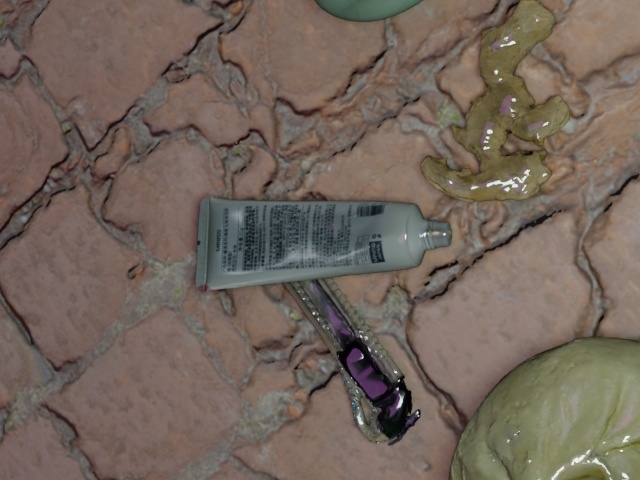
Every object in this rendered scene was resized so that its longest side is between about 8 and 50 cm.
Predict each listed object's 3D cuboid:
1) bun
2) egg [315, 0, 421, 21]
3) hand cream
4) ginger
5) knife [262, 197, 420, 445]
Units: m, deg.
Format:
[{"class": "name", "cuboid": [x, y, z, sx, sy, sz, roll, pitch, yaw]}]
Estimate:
[{"class": "bun", "cuboid": [0.315, 0.270, 1.642, 0.362, 0.234, 0.326, -11, 82, 17]}, {"class": "egg", "cuboid": [0.080, -0.360, 1.758, 0.231, 0.168, 0.168, -40, 76, 22]}, {"class": "hand cream", "cuboid": [0.000, 0.000, 1.844, 0.341, 0.078, 0.124, -2, 79, 21]}, {"class": "ginger", "cuboid": [0.234, -0.159, 1.758, 0.149, 0.065, 0.258, 26, 96, 8]}, {"class": "knife", "cuboid": [0.004, 0.098, 1.871, 0.089, 0.043, 0.365, -36, 76, 10]}]
